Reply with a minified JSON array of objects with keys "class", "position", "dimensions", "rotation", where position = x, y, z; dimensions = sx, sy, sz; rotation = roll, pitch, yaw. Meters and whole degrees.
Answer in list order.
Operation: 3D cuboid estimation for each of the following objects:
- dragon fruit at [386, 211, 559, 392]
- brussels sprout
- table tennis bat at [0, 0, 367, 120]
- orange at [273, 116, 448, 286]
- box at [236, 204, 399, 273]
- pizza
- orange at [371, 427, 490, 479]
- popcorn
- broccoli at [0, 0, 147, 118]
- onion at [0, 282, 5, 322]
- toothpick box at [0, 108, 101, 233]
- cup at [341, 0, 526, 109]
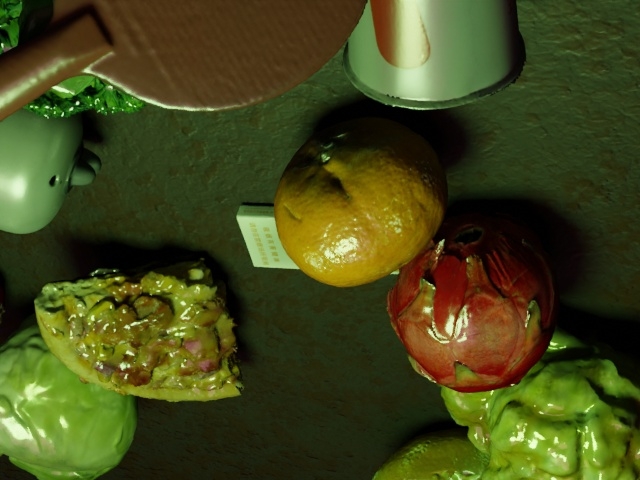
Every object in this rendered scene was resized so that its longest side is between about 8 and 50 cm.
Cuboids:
[{"class":"dragon fruit","position":[0.208,0.084,1.551],"dimensions":[0.241,0.241,0.252],"rotation":[17,130,-4]},{"class":"brussels sprout","position":[-0.438,0.252,1.924],"dimensions":[0.316,0.273,0.243],"rotation":[36,155,-34]},{"class":"table tennis bat","position":[-0.140,-0.227,1.056],"dimensions":[0.415,0.051,0.268],"rotation":[-30,103,4]},{"class":"orange","position":[0.045,-0.050,1.434],"dimensions":[0.224,0.224,0.170],"rotation":[-15,129,32]},{"class":"box","position":[0.000,-0.001,1.659],"dimensions":[0.220,0.032,0.122],"rotation":[2,141,15]},{"class":"pizza","position":[-0.249,0.144,1.789],"dimensions":[0.278,0.114,0.409],"rotation":[-39,136,17]},{"class":"orange","position":[0.253,0.429,1.996],"dimensions":[0.335,0.196,0.262],"rotation":[10,157,11]},{"class":"popcorn","position":[0.362,0.269,1.688],"dimensions":[0.335,0.279,0.274],"rotation":[20,103,-35]},{"class":"broccoli","position":[-0.254,-0.262,1.219],"dimensions":[0.298,0.297,0.297],"rotation":[-5,115,-10]},{"class":"onion","position":[-0.607,0.088,1.898],"dimensions":[0.198,0.135,0.173],"rotation":[38,141,-6]},{"class":"toothpick box","position":[-0.445,-0.130,1.509],"dimensions":[0.316,0.229,0.229],"rotation":[17,142,-6]},{"class":"cup","position":[0.107,-0.300,1.142],"dimensions":[0.203,0.203,0.288],"rotation":[5,135,12]}]
